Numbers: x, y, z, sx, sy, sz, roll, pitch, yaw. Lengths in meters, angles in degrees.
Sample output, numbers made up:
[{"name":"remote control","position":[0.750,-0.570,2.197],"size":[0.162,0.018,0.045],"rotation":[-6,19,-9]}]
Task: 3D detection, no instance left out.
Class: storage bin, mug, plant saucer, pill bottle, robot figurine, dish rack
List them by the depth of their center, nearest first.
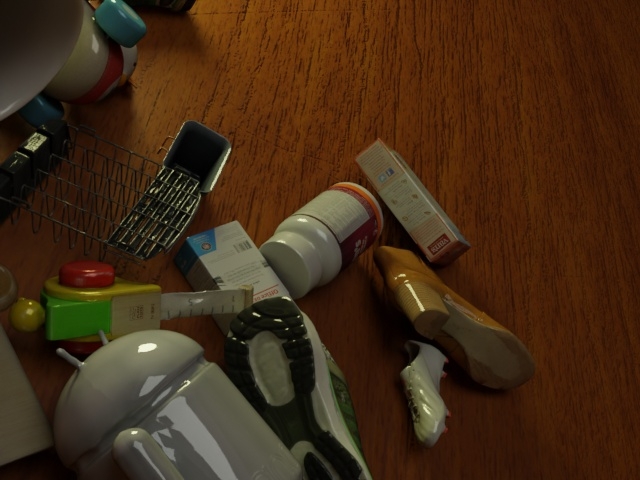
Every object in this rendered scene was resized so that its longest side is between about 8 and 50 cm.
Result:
[{"name":"robot figurine","position":[-0.161,0.246,0.983],"size":[0.200,0.300,0.353],"rotation":[-40,89,-5]},{"name":"mug","position":[-0.546,-0.312,1.073],"size":[0.374,0.276,0.328],"rotation":[-40,77,-23]},{"name":"plant saucer","position":[-0.427,0.054,1.102],"size":[0.083,0.015,0.083],"rotation":[19,46,-22]},{"name":"dish rack","position":[-0.310,-0.060,1.192],"size":[0.271,0.074,0.208],"rotation":[23,44,3]},{"name":"storage bin","position":[-0.212,-0.107,1.338],"size":[0.098,0.091,0.135],"rotation":[29,42,-12]},{"name":"pill bottle","position":[0.000,0.000,1.379],"size":[0.121,0.121,0.221],"rotation":[45,42,5]}]

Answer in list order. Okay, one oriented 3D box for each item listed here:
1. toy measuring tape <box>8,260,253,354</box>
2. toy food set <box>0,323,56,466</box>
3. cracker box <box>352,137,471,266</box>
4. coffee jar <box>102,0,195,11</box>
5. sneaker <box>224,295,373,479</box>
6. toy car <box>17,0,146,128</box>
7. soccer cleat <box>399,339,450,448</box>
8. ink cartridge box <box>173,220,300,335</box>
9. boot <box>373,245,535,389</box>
[{"name":"toy measuring tape","position":[-0.249,0.080,1.137],"size":[0.330,0.121,0.121],"rotation":[-4,58,-39]},{"name":"toy food set","position":[-0.455,0.180,0.928],"size":[0.306,0.092,0.220],"rotation":[-13,68,-51]},{"name":"cracker box","position":[0.166,-0.064,1.547],"size":[0.232,0.067,0.155],"rotation":[53,11,15]},{"name":"coffee jar","position":[-0.306,-0.470,1.574],"size":[0.184,0.096,0.079],"rotation":[-7,63,-40]},{"name":"sneaker","position":[0.013,0.275,1.148],"size":[0.182,0.158,0.410],"rotation":[19,52,-62]},{"name":"toy car","position":[-0.348,-0.285,1.347],"size":[0.210,0.219,0.238],"rotation":[53,14,20]},{"name":"soccer cleat","position":[0.155,0.237,1.338],"size":[0.076,0.068,0.196],"rotation":[27,36,-13]},{"name":"ink cartridge box","position":[-0.122,0.068,1.277],"size":[0.104,0.060,0.180],"rotation":[-22,70,-44]},{"name":"boot","position":[0.224,0.118,1.453],"size":[0.295,0.104,0.211],"rotation":[32,19,-29]}]
